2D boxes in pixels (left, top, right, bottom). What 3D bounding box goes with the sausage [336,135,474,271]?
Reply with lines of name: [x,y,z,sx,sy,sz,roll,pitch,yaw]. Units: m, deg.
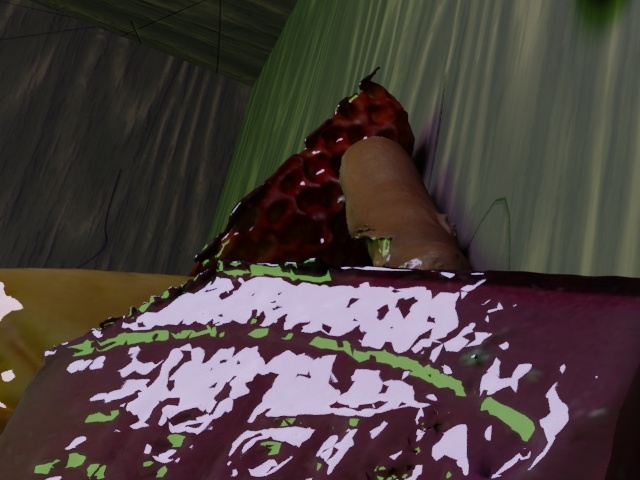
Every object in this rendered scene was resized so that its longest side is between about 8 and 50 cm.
sausage: [0.065,0.000,1.107,0.079,0.087,0.327,-25,22,3]

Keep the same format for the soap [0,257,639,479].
soap: [-0.007,0.118,0.612,0.324,0.127,0.220,0,50,32]

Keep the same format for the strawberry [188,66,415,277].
strawberry: [-0.009,0.012,1.344,0.280,0.150,0.253,-47,-5,-33]

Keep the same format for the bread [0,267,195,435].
bread: [-0.118,0.207,0.877,0.250,0.394,0.361,58,134,46]
